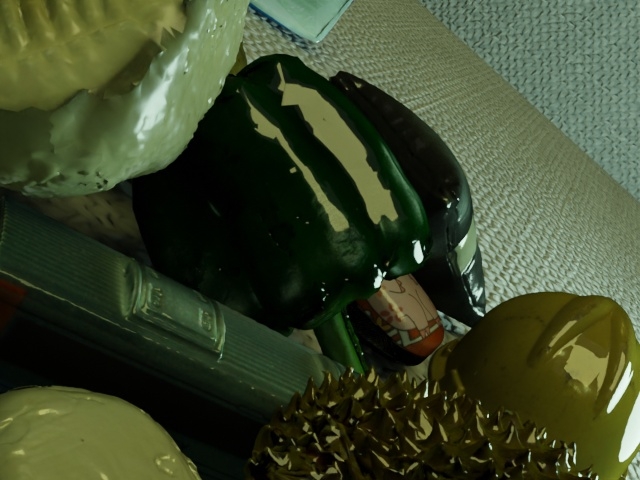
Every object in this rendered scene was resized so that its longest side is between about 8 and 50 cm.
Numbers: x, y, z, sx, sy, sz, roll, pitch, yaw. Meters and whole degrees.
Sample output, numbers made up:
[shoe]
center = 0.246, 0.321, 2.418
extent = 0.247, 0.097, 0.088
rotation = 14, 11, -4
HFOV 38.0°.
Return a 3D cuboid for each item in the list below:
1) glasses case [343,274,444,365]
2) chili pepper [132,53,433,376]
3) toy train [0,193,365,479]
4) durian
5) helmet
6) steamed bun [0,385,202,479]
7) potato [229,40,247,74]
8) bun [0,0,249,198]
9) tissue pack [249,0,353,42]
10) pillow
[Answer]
[glasses case]
center = 0.000, 0.000, 0.792
extent = 0.266, 0.067, 0.103
rotation = 46, 15, 9
[chili pepper]
center = -0.007, 0.010, 0.634
extent = 0.261, 0.165, 0.174
rotation = 57, 28, -1
[toy train]
center = -0.018, 0.106, 0.545
extent = 0.409, 0.089, 0.086
rotation = 29, 20, -27
[durian]
center = 0.056, 0.154, 0.443
extent = 0.237, 0.138, 0.193
rotation = 2, 79, -35
[helmet]
center = 0.219, 0.115, 0.825
extent = 0.205, 0.140, 0.257
rotation = 37, 25, 10
[steamed bun]
center = -0.103, 0.123, 0.360
extent = 0.130, 0.091, 0.112
rotation = 50, 20, 26
[potato]
center = -0.132, -0.140, 0.757
extent = 0.149, 0.113, 0.251
rotation = 10, 23, -5
[bun]
center = -0.165, -0.131, 0.539
extent = 0.259, 0.259, 0.152
rotation = 52, -20, 24
[tissue pack]
center = -0.057, -0.438, 1.412
extent = 0.198, 0.146, 0.263
rotation = 29, 26, -24
[pillow]
center = 0.084, -0.028, 0.883
extent = 0.186, 0.106, 0.250
rotation = 53, -7, 34
